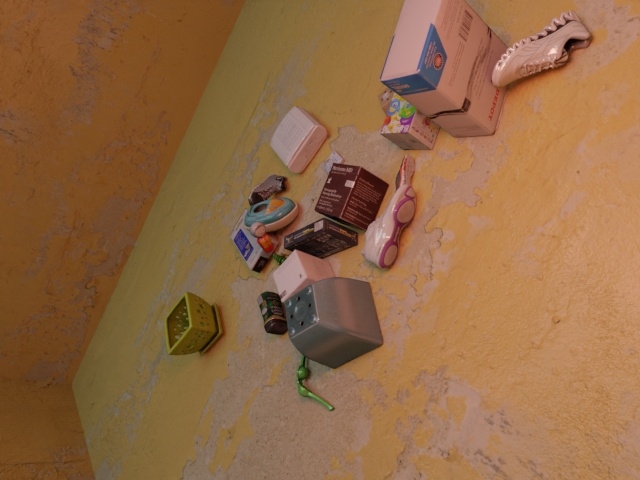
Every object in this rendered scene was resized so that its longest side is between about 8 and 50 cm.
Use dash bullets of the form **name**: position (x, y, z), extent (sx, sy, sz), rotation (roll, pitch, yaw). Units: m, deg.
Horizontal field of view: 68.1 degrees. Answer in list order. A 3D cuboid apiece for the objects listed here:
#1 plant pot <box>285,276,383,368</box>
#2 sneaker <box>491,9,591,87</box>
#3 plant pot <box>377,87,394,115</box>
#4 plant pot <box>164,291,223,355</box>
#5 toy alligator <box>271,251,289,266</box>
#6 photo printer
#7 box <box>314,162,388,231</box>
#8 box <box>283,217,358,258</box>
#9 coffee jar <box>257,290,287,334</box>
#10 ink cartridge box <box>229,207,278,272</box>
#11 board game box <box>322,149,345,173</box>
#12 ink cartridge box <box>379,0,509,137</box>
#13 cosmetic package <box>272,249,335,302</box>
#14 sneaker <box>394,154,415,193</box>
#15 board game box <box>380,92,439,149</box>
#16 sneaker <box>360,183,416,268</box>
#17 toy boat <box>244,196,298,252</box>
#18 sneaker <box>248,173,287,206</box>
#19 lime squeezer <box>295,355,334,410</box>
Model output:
- **plant pot**: position (0.021, 0.265, 1.623), extent (0.248, 0.252, 0.247), rotation (-36, 48, 32)
- **sneaker**: position (0.644, -0.544, 1.392), extent (0.292, 0.110, 0.118), rotation (-34, 63, 14)
- **plant pot**: position (0.286, -0.538, 1.834), extent (0.109, 0.096, 0.109), rotation (-36, 48, 32)
- **plant pot**: position (-0.610, 0.419, 2.307), extent (0.228, 0.207, 0.227), rotation (-47, 43, 22)
- **toy alligator**: position (-0.186, 0.079, 2.109), extent (0.190, 0.051, 0.056), rotation (24, 90, 51)
- **photo printer**: position (-0.117, -0.493, 2.264), extent (0.256, 0.107, 0.307), rotation (-54, 40, 15)
- **box**: position (0.116, -0.163, 1.789), extent (0.168, 0.167, 0.203), rotation (19, 87, 51)
- **box**: position (0.000, 0.000, 1.830), extent (0.233, 0.183, 0.059), rotation (-23, 55, 42)
- **coffee jar**: position (-0.199, 0.305, 1.980), extent (0.079, 0.096, 0.184), rotation (-48, 43, 26)
- **ink cartridge box**: position (-0.331, -0.008, 2.299), extent (0.175, 0.069, 0.371), rotation (-58, 38, 11)
- **board game box**: position (0.056, -0.335, 2.058), extent (0.090, 0.020, 0.090), rotation (-53, 40, 17)
- **ink cartridge box**: position (0.403, -0.532, 1.462), extent (0.166, 0.395, 0.285), rotation (9, 79, 53)
- **cosmetic package**: position (-0.054, 0.156, 1.816), extent (0.151, 0.184, 0.151), rotation (-47, 43, 23)
- **sneaker**: position (0.294, -0.235, 1.710), extent (0.065, 0.061, 0.157), rotation (-6, 67, 54)
- **board game box**: position (0.349, -0.480, 1.696), extent (0.142, 0.144, 0.275), rotation (14, 83, 51)
- **sneaker**: position (0.227, -0.061, 1.653), extent (0.152, 0.114, 0.305), rotation (24, 91, 50)
- **toy boat**: position (-0.234, -0.092, 2.095), extent (0.268, 0.148, 0.318), rotation (-16, 35, 17)
- **sneaker**: position (-0.238, -0.241, 2.257), extent (0.132, 0.086, 0.228), rotation (6, 48, 39)
- **lime squeezer**: position (-0.047, 0.500, 1.743), extent (0.110, 0.059, 0.310), rotation (-46, 42, 24)
